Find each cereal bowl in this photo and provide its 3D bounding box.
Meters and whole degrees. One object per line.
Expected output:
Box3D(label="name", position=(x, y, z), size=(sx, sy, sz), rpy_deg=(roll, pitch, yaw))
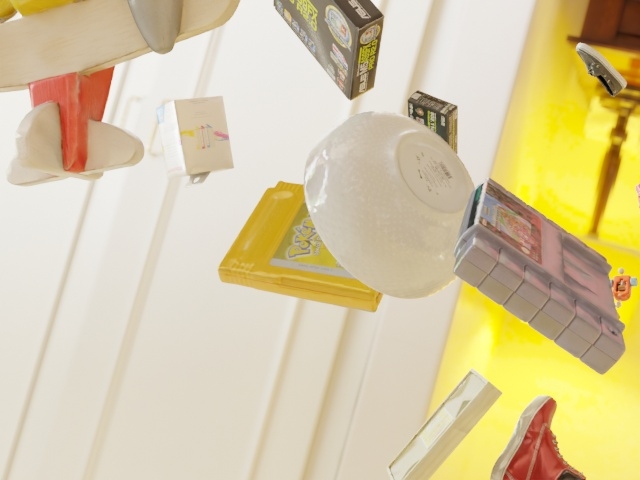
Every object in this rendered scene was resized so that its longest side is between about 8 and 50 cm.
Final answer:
Box3D(label="cereal bowl", position=(0.145, -0.081, 1.666), size=(0.339, 0.338, 0.141), rpy_deg=(18, 144, -28))

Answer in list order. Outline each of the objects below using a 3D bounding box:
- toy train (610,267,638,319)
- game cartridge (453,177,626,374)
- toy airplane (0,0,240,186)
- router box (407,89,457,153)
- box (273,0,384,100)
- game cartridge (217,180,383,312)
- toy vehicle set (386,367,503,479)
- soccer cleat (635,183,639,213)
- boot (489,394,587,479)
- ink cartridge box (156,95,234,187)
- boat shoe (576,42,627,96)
Box3D(label="toy train", position=(0.552, 0.125, 1.974), size=(0.166, 0.125, 0.046), rpy_deg=(-10, 143, 29))
Box3D(label="game cartridge", position=(0.290, 0.027, 1.316), size=(0.230, 0.068, 0.355), rpy_deg=(38, -159, -1))
Box3D(label="toy airplane", position=(-0.329, -0.257, 1.194), size=(0.384, 0.386, 0.272), rpy_deg=(42, 177, 34))
Box3D(label="router box", position=(0.215, -0.217, 1.887), size=(0.092, 0.038, 0.122), rpy_deg=(26, 145, 29))
Box3D(label="box", position=(0.008, -0.419, 1.806), size=(0.270, 0.060, 0.216), rpy_deg=(53, 163, 20))
Box3D(label="game cartridge", position=(0.000, 0.000, 1.939), size=(0.324, 0.285, 0.052), rpy_deg=(11, 136, 18))
Box3D(label="toy vehicle set", position=(0.230, 0.364, 1.876), size=(0.035, 0.267, 0.166), rpy_deg=(41, -179, -2))
Box3D(label="soccer cleat", position=(0.659, -0.055, 1.910), size=(0.117, 0.318, 0.108), rpy_deg=(11, 158, 14))
Box3D(label="boot", position=(0.452, 0.409, 1.894), size=(0.176, 0.244, 0.088), rpy_deg=(12, 135, 30))
Box3D(label="ink cartridge box", position=(-0.211, -0.164, 1.667), size=(0.090, 0.143, 0.092), rpy_deg=(-11, -176, -29))
Box3D(label="boat shoe", position=(0.604, -0.370, 2.144), size=(0.142, 0.040, 0.049), rpy_deg=(41, 177, -9))
